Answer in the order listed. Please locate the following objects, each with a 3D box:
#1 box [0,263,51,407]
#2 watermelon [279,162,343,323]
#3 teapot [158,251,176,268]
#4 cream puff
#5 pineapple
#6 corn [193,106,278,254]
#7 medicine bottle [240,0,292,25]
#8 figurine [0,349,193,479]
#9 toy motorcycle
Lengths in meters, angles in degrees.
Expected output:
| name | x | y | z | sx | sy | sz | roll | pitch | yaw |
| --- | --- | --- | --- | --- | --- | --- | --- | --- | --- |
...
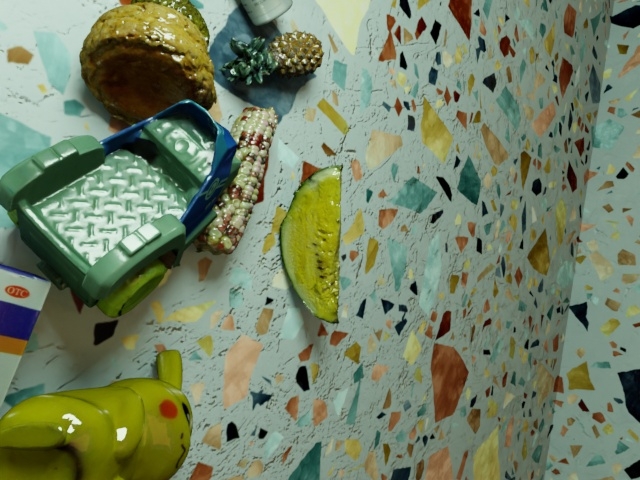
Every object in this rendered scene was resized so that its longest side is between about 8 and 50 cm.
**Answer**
| name | x | y | z | sx | sy | sz | roll | pitch | yaw |
| --- | --- | --- | --- | --- | --- | --- | --- | --- | --- |
| box | -0.458 | 0.150 | 0.572 | 0.200 | 0.106 | 0.299 | 30 | 74 | -46 |
| watermelon | 0.000 | 0.000 | 1.021 | 0.123 | 0.129 | 0.301 | -9 | 106 | -43 |
| teapot | -0.262 | 0.002 | 0.788 | 0.110 | 0.085 | 0.080 | 25 | 74 | -27 |
| cream puff | -0.228 | -0.269 | 0.756 | 0.183 | 0.183 | 0.168 | 36 | 45 | -42 |
| pineapple | -0.069 | -0.324 | 0.937 | 0.221 | 0.103 | 0.083 | -28 | 114 | -42 |
| corn | -0.142 | -0.105 | 0.890 | 0.092 | 0.092 | 0.280 | 31 | 70 | -43 |
| medicine bottle | -0.110 | -0.440 | 0.898 | 0.080 | 0.080 | 0.130 | -52 | 127 | -30 |
| figurine | -0.279 | 0.271 | 0.697 | 0.327 | 0.169 | 0.218 | 15 | 89 | -65 |
| toy motorcycle | -0.218 | -0.076 | 0.696 | 0.191 | 0.200 | 0.326 | 44 | 56 | 3 |
